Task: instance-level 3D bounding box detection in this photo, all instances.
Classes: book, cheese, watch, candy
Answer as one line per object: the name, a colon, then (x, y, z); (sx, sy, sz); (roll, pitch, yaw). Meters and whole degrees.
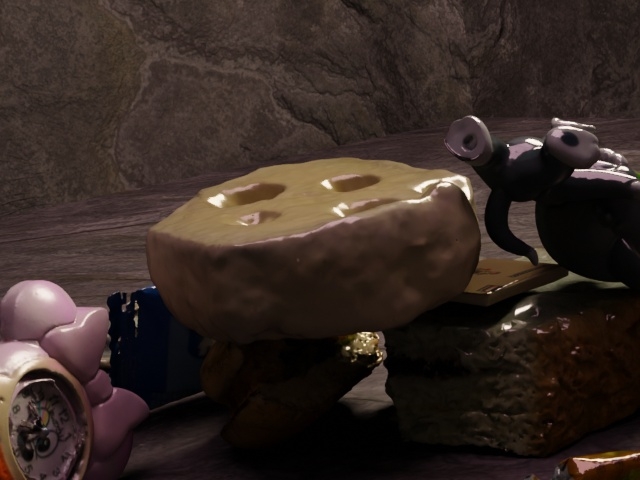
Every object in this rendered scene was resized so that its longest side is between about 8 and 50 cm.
book: (0.127, 0.036, 1.296); (0.199, 0.016, 0.138); (4, 14, 43)
cheese: (0.000, 0.000, 1.233); (0.318, 0.115, 0.326); (-7, 17, 16)
watch: (-0.318, 0.166, 1.175); (0.218, 0.210, 0.248); (-11, 16, 26)
candy: (-0.090, 0.093, 1.433); (0.331, 0.187, 0.077); (-19, 41, -35)
candy: (0.236, 0.191, 1.027); (0.182, 0.053, 0.046); (-7, 3, -11)

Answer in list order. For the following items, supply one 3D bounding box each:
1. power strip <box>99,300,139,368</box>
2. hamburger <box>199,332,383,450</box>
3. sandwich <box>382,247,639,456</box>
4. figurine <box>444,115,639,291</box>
power strip: (-0.215, 0.109, 1.698); (0.198, 0.064, 0.213); (-4, 10, 6)
hamburger: (-0.035, 0.138, 1.308); (0.124, 0.131, 0.262); (40, 21, 12)
sandwich: (0.199, 0.102, 1.297); (0.325, 0.131, 0.262); (-15, 15, -32)
figurine: (0.234, -0.034, 1.190); (0.265, 0.140, 0.193); (6, 13, -37)
